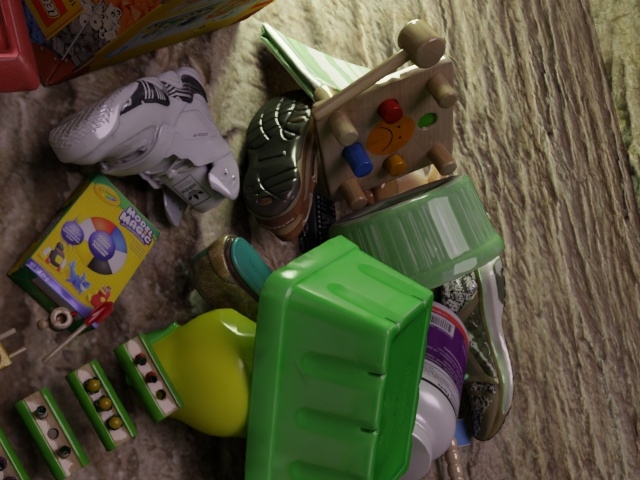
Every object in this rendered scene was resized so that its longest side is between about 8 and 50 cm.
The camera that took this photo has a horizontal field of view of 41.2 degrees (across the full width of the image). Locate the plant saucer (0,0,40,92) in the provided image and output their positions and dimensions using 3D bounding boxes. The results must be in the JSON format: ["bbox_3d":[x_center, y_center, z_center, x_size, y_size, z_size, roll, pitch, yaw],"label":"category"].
[{"bbox_3d":[-0.491,-0.302,1.032,0.259,0.048,0.258,-11,82,-32],"label":"plant saucer"}]

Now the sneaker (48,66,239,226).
[{"bbox_3d":[-0.225,-0.120,1.212,0.210,0.137,0.366,62,21,-10],"label":"sneaker"}]

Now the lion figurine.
[{"bbox_3d":[0.173,-0.099,1.742,0.392,0.142,0.240,6,77,-33],"label":"lion figurine"}]

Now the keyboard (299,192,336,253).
[{"bbox_3d":[0.000,0.000,1.558,0.108,0.023,0.180,18,59,-44],"label":"keyboard"}]

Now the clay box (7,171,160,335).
[{"bbox_3d":[-0.310,0.006,1.167,0.127,0.053,0.222,48,44,-23],"label":"clay box"}]

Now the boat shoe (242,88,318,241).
[{"bbox_3d":[-0.062,-0.132,1.483,0.120,0.122,0.324,65,26,-42],"label":"boat shoe"}]

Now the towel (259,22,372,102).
[{"bbox_3d":[0.049,-0.309,1.647,0.325,0.038,0.248,9,33,-45],"label":"towel"}]

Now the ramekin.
[{"bbox_3d":[0.160,-0.005,1.517,0.303,0.303,0.148,-27,97,-51],"label":"ramekin"}]

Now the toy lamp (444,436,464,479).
[{"bbox_3d":[0.242,0.372,1.634,0.080,0.080,0.275,6,71,-48],"label":"toy lamp"}]

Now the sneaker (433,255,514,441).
[{"bbox_3d":[0.277,0.205,1.732,0.182,0.158,0.410,-6,90,-8],"label":"sneaker"}]

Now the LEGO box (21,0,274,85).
[{"bbox_3d":[-0.177,-0.446,1.272,0.500,0.372,0.193,-38,103,-51],"label":"LEGO box"}]

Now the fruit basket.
[{"bbox_3d":[-0.060,0.186,1.190,0.283,0.392,0.392,-28,96,-59],"label":"fruit basket"}]

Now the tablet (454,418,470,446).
[{"bbox_3d":[0.275,0.389,1.718,0.083,0.006,0.054,7,68,-49],"label":"tablet"}]

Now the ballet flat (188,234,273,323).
[{"bbox_3d":[-0.077,0.131,1.337,0.348,0.123,0.123,49,42,-28],"label":"ballet flat"}]

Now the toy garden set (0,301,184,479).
[{"bbox_3d":[-0.312,0.172,1.022,0.244,0.049,0.204,-29,90,-29],"label":"toy garden set"}]

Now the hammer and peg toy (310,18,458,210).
[{"bbox_3d":[0.105,-0.221,1.466,0.361,0.266,0.127,76,-10,-55],"label":"hammer and peg toy"}]

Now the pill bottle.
[{"bbox_3d":[0.149,0.253,1.452,0.181,0.181,0.323,54,30,-18],"label":"pill bottle"}]
